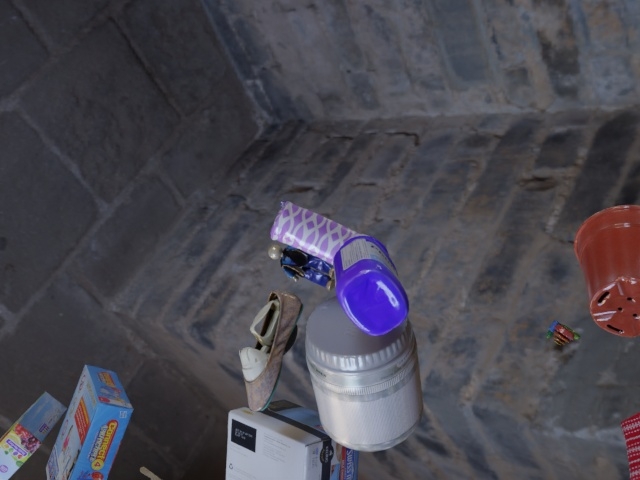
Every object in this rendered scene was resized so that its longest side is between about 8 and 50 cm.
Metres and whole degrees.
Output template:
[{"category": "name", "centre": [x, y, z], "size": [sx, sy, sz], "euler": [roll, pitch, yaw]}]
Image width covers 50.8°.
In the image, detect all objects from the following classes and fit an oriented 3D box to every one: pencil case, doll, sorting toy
[{"category": "pencil case", "centre": [0.000, 0.000, 1.307], "size": [0.088, 0.206, 0.086], "euler": [116, -1, -51]}, {"category": "doll", "centre": [-0.045, 0.053, 1.673], "size": [0.046, 0.189, 0.129], "euler": [-36, 142, -54]}, {"category": "sorting toy", "centre": [0.534, 0.211, 1.493], "size": [0.042, 0.061, 0.102], "euler": [-58, 150, 9]}]

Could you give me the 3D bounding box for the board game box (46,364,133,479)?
[{"category": "board game box", "centre": [-0.590, 0.505, 1.699], "size": [0.086, 0.308, 0.301], "euler": [22, 88, -26]}]

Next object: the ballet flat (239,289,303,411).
[{"category": "ballet flat", "centre": [-0.143, 0.266, 1.696], "size": [0.106, 0.108, 0.315], "euler": [35, 60, -31]}]

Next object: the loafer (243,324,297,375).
[{"category": "loafer", "centre": [-0.154, 0.308, 1.917], "size": [0.220, 0.078, 0.080], "euler": [-51, 127, -9]}]

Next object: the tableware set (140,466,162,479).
[{"category": "tableware set", "centre": [-0.247, 0.446, 1.039], "size": [0.128, 0.194, 0.039], "euler": [-58, 136, -17]}]

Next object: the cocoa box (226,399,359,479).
[{"category": "cocoa box", "centre": [-0.084, 0.634, 1.986], "size": [0.228, 0.347, 0.231], "euler": [0, 95, -45]}]

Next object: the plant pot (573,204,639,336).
[{"category": "plant pot", "centre": [0.811, 0.092, 1.770], "size": [0.272, 0.273, 0.265], "euler": [67, 30, -31]}]

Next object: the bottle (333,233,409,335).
[{"category": "bottle", "centre": [0.076, 0.055, 1.108], "size": [0.118, 0.092, 0.283], "euler": [53, 8, -12]}]

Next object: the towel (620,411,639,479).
[{"category": "towel", "centre": [0.549, 0.313, 1.036], "size": [0.031, 0.199, 0.275], "euler": [40, 29, 1]}]

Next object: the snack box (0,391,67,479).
[{"category": "snack box", "centre": [-0.643, 0.437, 1.404], "size": [0.070, 0.174, 0.207], "euler": [44, 94, -9]}]

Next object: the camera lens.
[{"category": "camera lens", "centre": [0.090, 0.267, 1.358], "size": [0.219, 0.219, 0.274], "euler": [-42, 134, -39]}]
